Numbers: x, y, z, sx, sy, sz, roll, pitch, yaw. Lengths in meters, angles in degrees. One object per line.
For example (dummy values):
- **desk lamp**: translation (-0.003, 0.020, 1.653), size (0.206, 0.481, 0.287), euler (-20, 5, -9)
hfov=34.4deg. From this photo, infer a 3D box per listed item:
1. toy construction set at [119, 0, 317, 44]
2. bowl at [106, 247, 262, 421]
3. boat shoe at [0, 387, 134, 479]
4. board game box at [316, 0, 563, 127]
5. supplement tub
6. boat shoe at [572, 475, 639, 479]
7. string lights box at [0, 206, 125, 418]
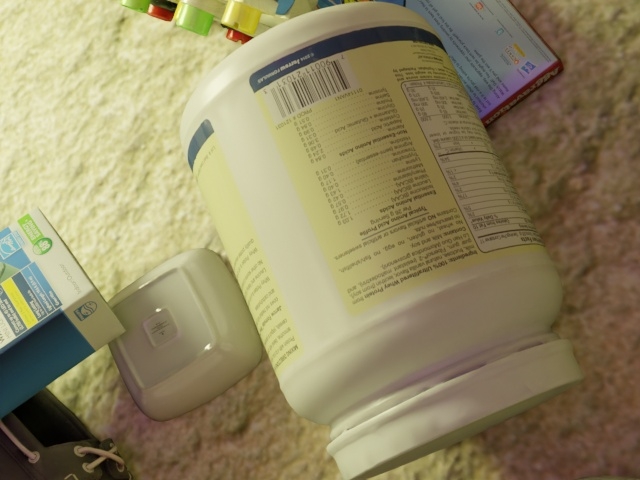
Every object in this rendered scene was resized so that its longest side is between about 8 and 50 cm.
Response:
- **toy construction set**: translation (-0.131, -0.267, 0.965), size (0.327, 0.215, 0.151), euler (37, 102, 20)
- **bowl**: translation (-0.139, 0.086, 0.980), size (0.142, 0.053, 0.142), euler (-32, 70, 9)
- **boat shoe**: translation (-0.265, 0.184, 0.970), size (0.335, 0.112, 0.095), euler (28, 92, 27)
- **board game box**: translation (0.087, -0.221, 0.985), size (0.145, 0.027, 0.281), euler (-37, 68, 7)
- **supplement tub**: translation (0.047, 0.004, 0.826), size (0.235, 0.235, 0.325), euler (-27, 74, 12)
- **boat shoe**: translation (0.319, 0.224, 0.753), size (0.320, 0.103, 0.118), euler (3, 78, 21)
- **string lights box**: translation (-0.325, 0.100, 0.943), size (0.259, 0.077, 0.133), euler (-36, 53, -11)
